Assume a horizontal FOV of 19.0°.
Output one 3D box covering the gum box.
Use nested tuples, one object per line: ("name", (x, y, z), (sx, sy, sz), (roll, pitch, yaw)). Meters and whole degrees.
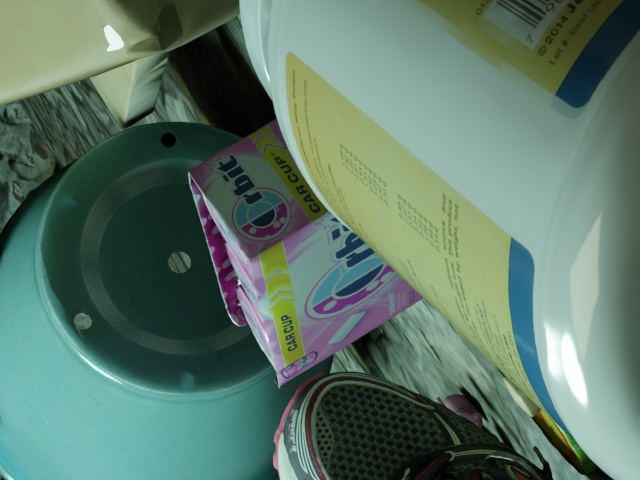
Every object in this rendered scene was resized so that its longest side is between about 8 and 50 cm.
("gum box", (0.000, 0.000, 1.029), (0.062, 0.107, 0.188), (54, 169, 23))

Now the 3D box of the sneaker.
("sneaker", (0.106, 0.157, 0.955), (0.299, 0.121, 0.112), (35, 151, 19))

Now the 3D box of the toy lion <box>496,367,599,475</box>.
("toy lion", (0.106, 0.071, 0.962), (0.100, 0.034, 0.096), (51, 175, 37))

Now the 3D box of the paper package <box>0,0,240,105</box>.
("paper package", (-0.160, -0.210, 0.752), (0.325, 0.168, 0.309), (-9, 113, 56))

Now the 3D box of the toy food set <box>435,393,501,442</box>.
("toy food set", (0.101, 0.131, 1.183), (0.078, 0.019, 0.122), (55, 177, 22))

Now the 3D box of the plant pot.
("plant pot", (-0.105, 0.047, 1.293), (0.272, 0.271, 0.255), (57, 160, 9))

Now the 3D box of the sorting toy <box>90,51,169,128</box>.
("sorting toy", (-0.140, -0.216, 1.116), (0.257, 0.089, 0.255), (59, 170, 2))

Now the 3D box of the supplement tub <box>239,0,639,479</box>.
("supplement tub", (0.074, -0.038, 0.473), (0.200, 0.144, 0.144), (45, 163, 53))
